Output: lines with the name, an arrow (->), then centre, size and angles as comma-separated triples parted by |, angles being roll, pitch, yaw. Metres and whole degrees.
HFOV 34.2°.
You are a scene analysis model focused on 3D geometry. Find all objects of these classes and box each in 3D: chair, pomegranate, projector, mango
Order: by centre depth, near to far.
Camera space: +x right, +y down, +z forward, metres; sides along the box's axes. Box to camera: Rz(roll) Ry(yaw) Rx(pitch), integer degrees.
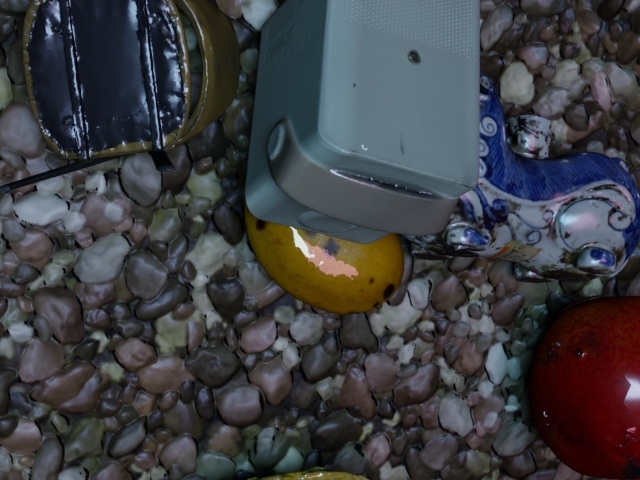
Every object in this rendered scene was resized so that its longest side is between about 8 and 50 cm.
chair -> -0.166, -0.143, 0.872 | 0.172, 0.247, 0.158 | -5, 102, 3
projector -> 0.035, -0.113, 0.909 | 0.163, 0.177, 0.242 | 12, 68, -24
mango -> 0.000, 0.004, 1.006 | 0.178, 0.090, 0.115 | 31, 75, -21
pomegranate -> 0.333, 0.158, 1.116 | 0.235, 0.210, 0.210 | 10, 97, -51

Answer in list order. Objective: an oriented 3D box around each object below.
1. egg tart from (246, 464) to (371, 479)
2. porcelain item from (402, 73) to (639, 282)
egg tart -> -0.041, 0.350, 1.038 | 0.294, 0.123, 0.294 | -3, 97, -22
porcelain item -> 0.198, -0.059, 1.064 | 0.288, 0.138, 0.186 | 11, 78, -19
